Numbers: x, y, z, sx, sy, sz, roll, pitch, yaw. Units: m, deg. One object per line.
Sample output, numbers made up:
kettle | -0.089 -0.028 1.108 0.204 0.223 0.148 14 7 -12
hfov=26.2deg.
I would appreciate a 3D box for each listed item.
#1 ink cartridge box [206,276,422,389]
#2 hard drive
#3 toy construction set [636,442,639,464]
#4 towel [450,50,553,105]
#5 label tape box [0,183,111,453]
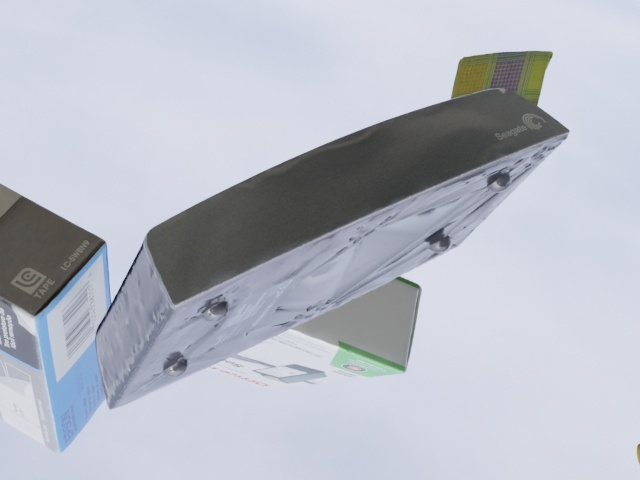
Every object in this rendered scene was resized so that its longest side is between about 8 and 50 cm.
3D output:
ink cartridge box | -0.052 0.095 1.709 0.211 0.289 0.121 23 -113 -32
hard drive | 0.000 0.000 0.756 0.255 0.172 0.054 -24 -104 -28
toy construction set | 0.288 0.169 0.888 0.257 0.309 0.237 17 -174 33
towel | 0.130 -0.113 1.019 0.083 0.009 0.060 -1 -116 40
label tape box | -0.349 0.026 1.244 0.334 0.240 0.106 27 -124 15
